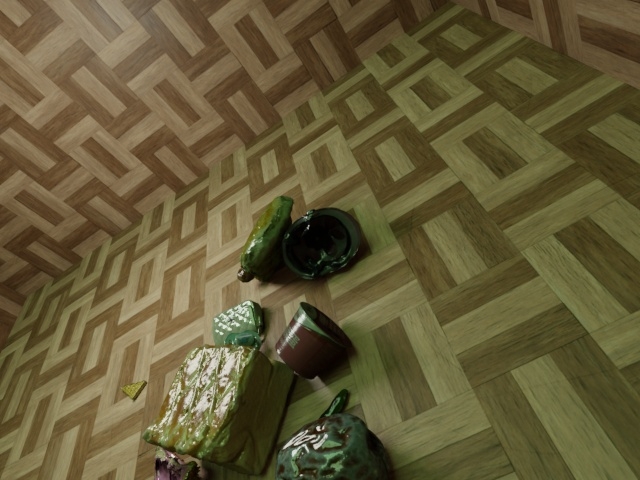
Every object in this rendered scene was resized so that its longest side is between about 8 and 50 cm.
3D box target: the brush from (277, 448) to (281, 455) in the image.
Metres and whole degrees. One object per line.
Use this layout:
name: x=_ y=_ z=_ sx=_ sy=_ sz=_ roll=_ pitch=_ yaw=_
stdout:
brush: x=-0.119 y=0.704 z=1.358 sx=0.024 sy=0.008 sz=0.083 roll=-38 pitch=37 yaw=-1

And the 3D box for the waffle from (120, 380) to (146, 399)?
waffle: x=-0.892 y=0.691 z=2.020 sx=0.153 sy=0.023 sz=0.097 roll=7 pitch=57 yaw=45

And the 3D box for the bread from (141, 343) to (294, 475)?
bread: x=-0.338 y=0.565 z=1.469 sx=0.371 sy=0.279 sz=0.390 roll=-5 pitch=48 yaw=35

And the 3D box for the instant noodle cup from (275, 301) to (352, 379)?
instant noodle cup: x=-0.033 y=0.351 z=1.466 sx=0.178 sy=0.235 sz=0.235 roll=-50 pitch=38 yaw=3

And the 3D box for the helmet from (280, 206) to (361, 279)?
helmet: x=0.000 y=0.000 z=1.765 sx=0.338 sy=0.271 sz=0.197 roll=-36 pitch=9 yaw=6

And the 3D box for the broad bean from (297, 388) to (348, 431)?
broad bean: x=0.010 y=0.567 z=1.358 sx=0.227 sy=0.039 sz=0.069 roll=-41 pitch=32 yaw=2

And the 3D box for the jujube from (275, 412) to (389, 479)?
jujube: x=0.018 y=0.612 z=1.162 sx=0.308 sy=0.215 sz=0.246 roll=-33 pitch=38 yaw=12

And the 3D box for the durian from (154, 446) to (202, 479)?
durian: x=-0.499 y=0.835 z=1.480 sx=0.341 sy=0.112 sz=0.191 roll=-16 pitch=73 yaw=49

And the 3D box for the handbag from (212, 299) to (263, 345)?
handbag: x=-0.356 y=0.389 z=1.814 sx=0.256 sy=0.079 sz=0.219 roll=-29 pitch=51 yaw=18

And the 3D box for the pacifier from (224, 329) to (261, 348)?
pacifier: x=-0.311 y=0.428 z=1.694 sx=0.126 sy=0.150 sz=0.116 roll=55 pitch=137 yaw=32

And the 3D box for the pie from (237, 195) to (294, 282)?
pie: x=-0.222 y=-0.009 z=1.859 sx=0.395 sy=0.180 sz=0.418 roll=-67 pitch=6 yaw=-28
